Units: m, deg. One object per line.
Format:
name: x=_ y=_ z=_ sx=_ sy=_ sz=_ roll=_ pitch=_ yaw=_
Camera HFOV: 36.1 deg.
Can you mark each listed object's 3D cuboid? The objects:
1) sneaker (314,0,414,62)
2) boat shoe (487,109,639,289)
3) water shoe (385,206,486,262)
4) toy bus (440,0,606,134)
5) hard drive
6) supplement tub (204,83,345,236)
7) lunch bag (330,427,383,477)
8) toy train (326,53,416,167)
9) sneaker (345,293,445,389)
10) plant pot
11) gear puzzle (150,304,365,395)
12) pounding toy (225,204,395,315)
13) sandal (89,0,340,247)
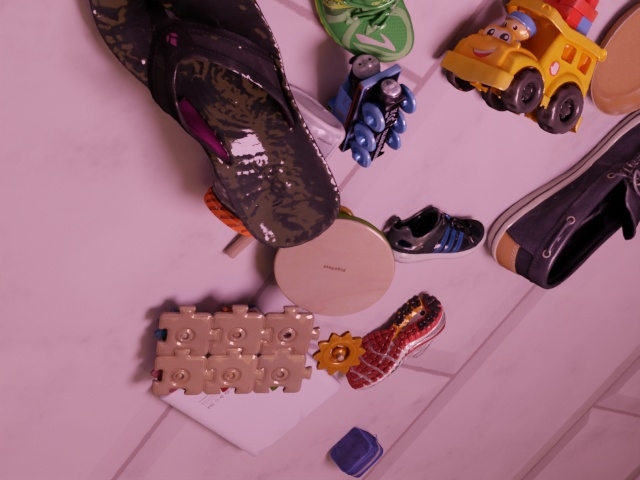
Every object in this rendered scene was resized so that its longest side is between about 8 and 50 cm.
sneaker: x=0.050 y=-0.306 z=1.187 sx=0.109 sy=0.123 sz=0.295 roll=-38 pitch=143 yaw=-1
boat shoe: x=0.540 y=-0.085 z=1.782 sx=0.500 sy=0.156 sz=0.186 roll=-35 pitch=140 yaw=-6
water shoe: x=0.204 y=-0.015 z=1.648 sx=0.203 sy=0.073 sz=0.080 roll=-14 pitch=134 yaw=-29
toy bus: x=0.312 y=-0.281 z=1.421 sx=0.220 sy=0.149 sz=0.211 roll=15 pitch=105 yaw=-43
hard drive: x=-0.115 y=0.250 z=1.687 sx=0.210 sy=0.040 sz=0.318 roll=-40 pitch=142 yaw=2
supplement tub: x=-0.065 y=-0.104 z=1.306 sx=0.117 sy=0.117 sz=0.190 roll=19 pitch=115 yaw=-47
lunch bag: x=0.079 y=0.432 z=2.006 sx=0.098 sy=0.067 sz=0.065 roll=-45 pitch=142 yaw=6
toy train: x=0.063 y=-0.174 z=1.312 sx=0.080 sy=0.105 sz=0.184 roll=-32 pitch=164 yaw=-20
sneaker: x=0.146 y=0.201 z=1.809 sx=0.225 sy=0.088 sz=0.092 roll=-38 pitch=144 yaw=1
plant pot: x=0.538 y=-0.317 z=1.642 sx=0.236 sy=0.032 sz=0.236 roll=-22 pitch=139 yaw=-21
gear puzzle: x=-0.092 y=0.163 z=1.532 sx=0.339 sy=0.044 sz=0.175 roll=1 pitch=122 yaw=-15
pounding toy: x=0.000 y=0.000 z=1.500 sx=0.237 sy=0.110 sz=0.183 roll=35 pitch=118 yaw=-21
sandal: x=-0.100 y=-0.160 z=1.134 sx=0.168 sy=0.107 sz=0.445 roll=-32 pitch=122 yaw=6
